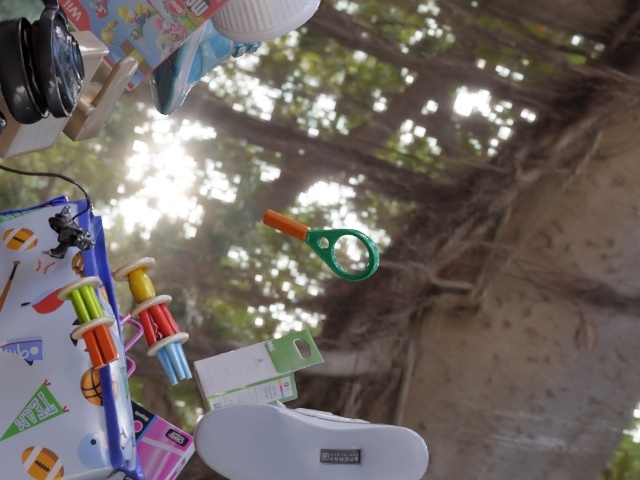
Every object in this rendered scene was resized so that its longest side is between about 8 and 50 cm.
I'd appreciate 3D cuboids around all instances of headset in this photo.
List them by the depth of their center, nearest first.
[{"bbox_3d":[-0.386,-0.166,1.399,0.394,0.243,0.185,59,-5,11],"label":"headset"}]

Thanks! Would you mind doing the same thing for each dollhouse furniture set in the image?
[{"bbox_3d":[-0.466,-0.297,1.573,0.355,0.303,0.174,43,-63,12],"label":"dollhouse furniture set"}]

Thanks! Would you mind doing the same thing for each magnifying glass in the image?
[{"bbox_3d":[0.000,0.000,2.063,0.231,0.026,0.092,23,-64,20],"label":"magnifying glass"}]

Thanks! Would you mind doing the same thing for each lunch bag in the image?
[{"bbox_3d":[-0.418,0.149,1.501,0.239,0.328,0.385,100,-23,-73],"label":"lunch bag"}]

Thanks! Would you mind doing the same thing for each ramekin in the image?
[{"bbox_3d":[-0.110,-0.459,2.071,0.207,0.207,0.109,-105,178,-45],"label":"ramekin"}]

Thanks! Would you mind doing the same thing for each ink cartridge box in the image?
[{"bbox_3d":[-0.103,0.230,1.987,0.109,0.209,0.062,-122,-162,-59],"label":"ink cartridge box"},{"bbox_3d":[-0.404,0.474,2.139,0.371,0.176,0.069,-55,165,-28],"label":"ink cartridge box"}]

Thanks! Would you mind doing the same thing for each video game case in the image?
[{"bbox_3d":[-0.290,-0.411,1.930,0.285,0.204,0.025,-37,-172,27],"label":"video game case"}]

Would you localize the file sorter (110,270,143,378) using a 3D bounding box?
[{"bbox_3d":[-0.391,0.196,1.790,0.202,0.182,0.290,-50,158,-68],"label":"file sorter"}]

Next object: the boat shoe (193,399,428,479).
[{"bbox_3d":[-0.023,0.322,1.847,0.156,0.367,0.135,156,-62,-77],"label":"boat shoe"}]

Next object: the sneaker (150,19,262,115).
[{"bbox_3d":[-0.224,-0.381,2.404,0.127,0.208,0.319,65,-35,28],"label":"sneaker"}]

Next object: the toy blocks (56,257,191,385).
[{"bbox_3d":[-0.219,0.106,1.333,0.148,0.123,0.054,64,-23,14],"label":"toy blocks"}]
